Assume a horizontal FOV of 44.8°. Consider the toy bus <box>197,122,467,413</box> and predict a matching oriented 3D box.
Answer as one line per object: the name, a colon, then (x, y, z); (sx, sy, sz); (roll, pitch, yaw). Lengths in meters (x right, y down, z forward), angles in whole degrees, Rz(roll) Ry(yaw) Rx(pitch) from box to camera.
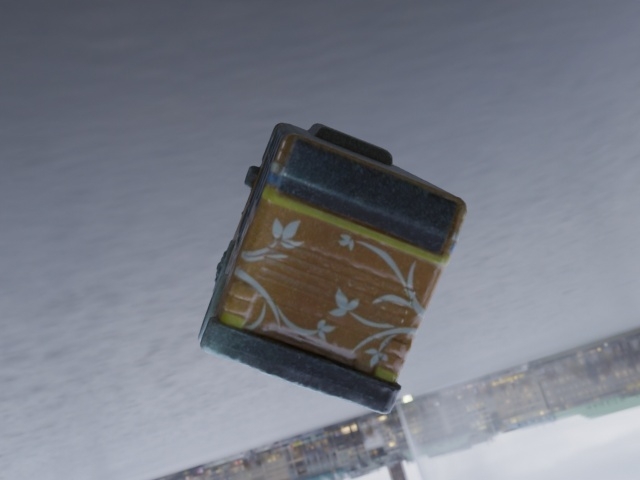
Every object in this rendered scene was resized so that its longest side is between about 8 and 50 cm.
toy bus: (0.000, 0.000, 0.591); (0.139, 0.167, 0.275); (20, -173, -7)
